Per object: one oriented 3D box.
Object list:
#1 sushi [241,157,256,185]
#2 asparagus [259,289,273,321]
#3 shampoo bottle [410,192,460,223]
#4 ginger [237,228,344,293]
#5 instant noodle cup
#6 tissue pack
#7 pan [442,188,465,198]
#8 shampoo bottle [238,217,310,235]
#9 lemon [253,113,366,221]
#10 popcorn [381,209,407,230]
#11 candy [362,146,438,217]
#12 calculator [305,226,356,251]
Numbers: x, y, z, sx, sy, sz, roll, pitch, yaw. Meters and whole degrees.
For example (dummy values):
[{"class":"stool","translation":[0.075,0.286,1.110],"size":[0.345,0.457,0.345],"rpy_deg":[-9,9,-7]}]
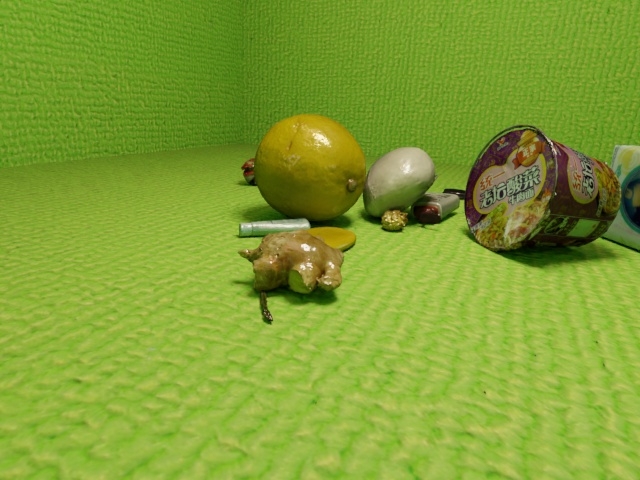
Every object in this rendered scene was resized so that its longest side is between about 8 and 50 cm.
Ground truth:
[{"class":"sushi","translation":[-0.210,-0.310,1.939],"size":[0.332,0.129,0.124],"rpy_deg":[-16,30,-33]},{"class":"asparagus","translation":[-0.097,0.115,0.770],"size":[0.015,0.014,0.114],"rpy_deg":[-17,21,-6]},{"class":"shampoo bottle","translation":[0.371,-0.102,1.449],"size":[0.153,0.071,0.284],"rpy_deg":[6,20,21]},{"class":"ginger","translation":[-0.059,0.043,0.865],"size":[0.216,0.102,0.157],"rpy_deg":[8,42,6]},{"class":"instant noodle cup","translation":[0.600,-0.116,1.179],"size":[0.266,0.339,0.340],"rpy_deg":[10,15,-18]},{"class":"tissue pack","translation":[0.949,-0.091,1.145],"size":[0.162,0.287,0.388],"rpy_deg":[-4,19,-10]},{"class":"pan","translation":[0.541,-0.198,1.842],"size":[0.235,0.028,0.136],"rpy_deg":[-3,18,-18]},{"class":"shampoo bottle","translation":[-0.127,-0.035,1.195],"size":[0.191,0.041,0.069],"rpy_deg":[-4,24,-20]},{"class":"lemon","translation":[-0.030,-0.215,1.321],"size":[0.348,0.347,0.348],"rpy_deg":[3,17,-1]},{"class":"popcorn","translation":[0.222,-0.059,1.306],"size":[0.082,0.057,0.083],"rpy_deg":[-12,26,-36]},{"class":"candy","translation":[0.242,-0.191,1.422],"size":[0.295,0.185,0.295],"rpy_deg":[-39,0,0]},{"class":"calculator","translation":[0.000,0.000,1.120],"size":[0.146,0.032,0.235],"rpy_deg":[14,19,32]}]
